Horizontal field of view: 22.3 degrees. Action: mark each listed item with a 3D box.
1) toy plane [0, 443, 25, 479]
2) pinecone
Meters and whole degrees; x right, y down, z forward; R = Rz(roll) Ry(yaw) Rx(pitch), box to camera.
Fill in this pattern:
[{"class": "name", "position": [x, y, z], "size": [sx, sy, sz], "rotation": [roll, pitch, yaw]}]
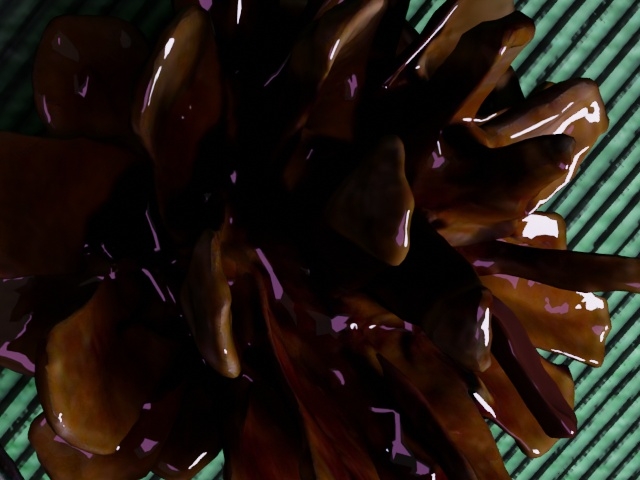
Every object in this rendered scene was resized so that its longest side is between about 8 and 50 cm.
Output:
[{"class": "toy plane", "position": [-0.151, 0.060, 0.536], "size": [0.192, 0.088, 0.262], "rotation": [-34, 87, 40]}, {"class": "pinecone", "position": [0.002, 0.001, 0.554], "size": [0.229, 0.201, 0.202], "rotation": [-41, 132, -22]}]
